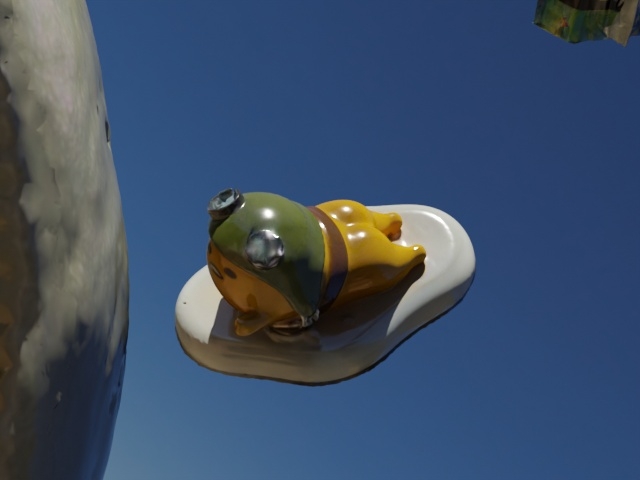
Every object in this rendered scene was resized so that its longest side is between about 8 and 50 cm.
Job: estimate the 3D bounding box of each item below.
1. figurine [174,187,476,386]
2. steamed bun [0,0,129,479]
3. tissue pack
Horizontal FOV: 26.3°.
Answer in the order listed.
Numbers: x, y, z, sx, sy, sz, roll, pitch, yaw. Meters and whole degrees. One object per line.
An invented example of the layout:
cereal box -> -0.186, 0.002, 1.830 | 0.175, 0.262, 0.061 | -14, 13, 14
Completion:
figurine -> 0.000, 0.000, 1.059 | 0.166, 0.250, 0.141 | 55, -18, 37
steamed bun -> -0.194, 0.018, 0.542 | 0.236, 0.247, 0.383 | -55, 145, -82
tissue pack -> 0.233, -0.217, 1.103 | 0.079, 0.085, 0.111 | 41, -48, 46
